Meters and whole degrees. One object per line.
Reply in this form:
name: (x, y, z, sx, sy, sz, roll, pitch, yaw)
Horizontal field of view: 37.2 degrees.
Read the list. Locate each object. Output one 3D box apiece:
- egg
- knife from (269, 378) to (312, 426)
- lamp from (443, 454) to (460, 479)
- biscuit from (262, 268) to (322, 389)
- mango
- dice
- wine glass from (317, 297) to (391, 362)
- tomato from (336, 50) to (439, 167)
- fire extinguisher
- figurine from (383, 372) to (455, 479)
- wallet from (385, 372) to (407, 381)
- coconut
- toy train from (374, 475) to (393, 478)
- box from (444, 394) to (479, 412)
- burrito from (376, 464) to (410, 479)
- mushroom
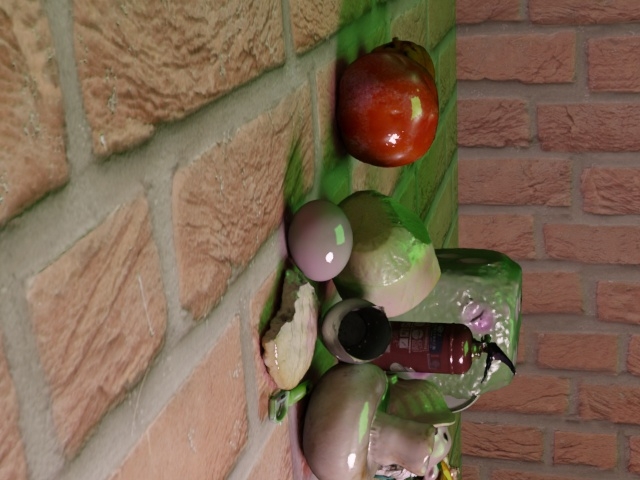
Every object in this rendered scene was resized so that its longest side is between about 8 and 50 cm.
egg: (0.000, 0.000, 1.504, 0.103, 0.103, 0.135, -62, 153, -60)
knife: (-0.045, 0.260, 1.533, 0.212, 0.015, 0.054, -11, 102, -75)
lamp: (0.290, 0.592, 2.470, 0.253, 0.118, 0.118, 49, 27, -11)
biscuit: (-0.040, 0.139, 1.498, 0.265, 0.040, 0.188, -26, 119, -74)
mango: (0.173, -0.297, 2.038, 0.201, 0.153, 0.287, -93, 175, -52)
dice: (0.329, 0.191, 2.350, 0.322, 0.331, 0.318, -32, 121, -71)
wine glass: (0.058, 0.151, 1.594, 0.204, 0.111, 0.111, 151, -58, -81)
tomato: (0.133, -0.252, 1.826, 0.232, 0.189, 0.231, -1, 90, -74)
fire extinguisher: (0.207, 0.220, 1.844, 0.138, 0.344, 0.102, -70, 156, -50)
figurine: (0.179, 0.429, 1.891, 0.185, 0.205, 0.332, -26, 124, -38)
wallet: (0.196, 0.373, 2.168, 0.232, 0.025, 0.119, 5, -72, 66)
coconut: (0.109, 0.030, 1.728, 0.236, 0.236, 0.204, 65, 43, -60)
toy train: (0.152, 0.425, 2.042, 0.107, 0.155, 0.197, -74, 161, -54)
box: (0.360, 0.369, 2.689, 0.149, 0.226, 0.226, 10, 82, -75)
burrito: (0.090, 0.409, 1.779, 0.064, 0.203, 0.064, 2, 88, -43)
mushroom: (0.089, 0.327, 1.641, 0.243, 0.244, 0.243, 2, 90, -75)
